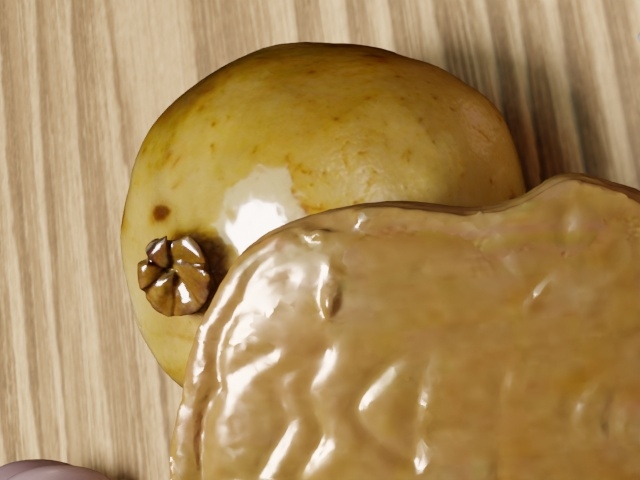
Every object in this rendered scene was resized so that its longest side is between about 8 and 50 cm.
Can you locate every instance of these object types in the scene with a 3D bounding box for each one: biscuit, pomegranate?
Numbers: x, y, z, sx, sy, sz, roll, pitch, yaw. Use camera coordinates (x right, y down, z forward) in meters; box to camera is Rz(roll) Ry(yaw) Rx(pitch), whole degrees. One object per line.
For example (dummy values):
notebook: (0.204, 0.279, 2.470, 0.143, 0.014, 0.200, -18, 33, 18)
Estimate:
biscuit: (0.087, 0.161, 1.085, 0.365, 0.062, 0.385, -11, 99, 9)
pomegranate: (0.006, -0.008, 1.246, 0.307, 0.307, 0.307, -13, 73, 47)

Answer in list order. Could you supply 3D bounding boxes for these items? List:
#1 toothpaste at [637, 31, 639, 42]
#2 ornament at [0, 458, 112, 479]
toothpaste: (0.332, -0.247, 1.069, 0.125, 0.080, 0.371, 44, 113, 16)
ornament: (-0.249, 0.278, 1.554, 0.177, 0.177, 0.177, -13, 73, 47)
